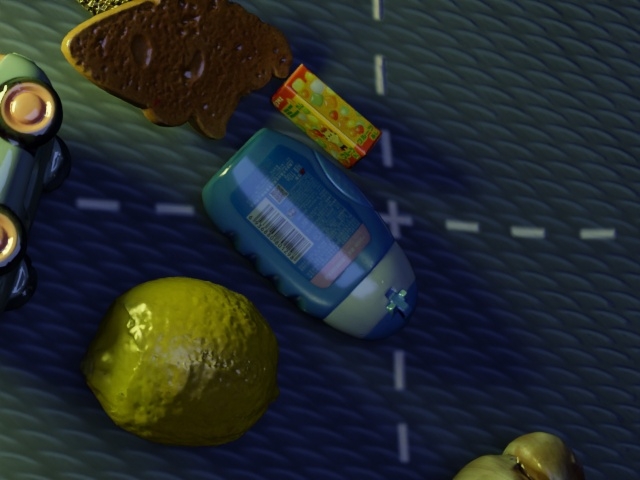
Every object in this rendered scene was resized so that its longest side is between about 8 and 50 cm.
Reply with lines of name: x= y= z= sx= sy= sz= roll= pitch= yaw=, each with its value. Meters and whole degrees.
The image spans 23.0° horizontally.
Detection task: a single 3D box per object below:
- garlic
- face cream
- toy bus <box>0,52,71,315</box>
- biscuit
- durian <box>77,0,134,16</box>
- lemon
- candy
garlic: x=0.198 y=0.305 z=1.683 sx=0.214 sy=0.191 sz=0.160 roll=-23 pitch=62 yaw=-8
face cream: x=0.000 y=0.000 z=1.715 sx=0.264 sy=0.083 sz=0.149 roll=44 pitch=71 yaw=-5
toy bus: x=-0.377 y=-0.059 z=1.561 sx=0.232 sy=0.194 sz=0.287 roll=17 pitch=75 yaw=-5
biscuit: x=-0.152 y=-0.200 z=1.700 sx=0.280 sy=0.043 sz=0.183 roll=-3 pitch=97 yaw=-32
durian: x=-0.209 y=-0.269 z=1.713 sx=0.110 sy=0.071 sz=0.140 roll=-23 pitch=92 yaw=-19
lemon: x=-0.137 y=0.124 z=1.600 sx=0.193 sy=0.180 sz=0.180 roll=11 pitch=75 yaw=7
candy: x=0.007 y=-0.137 z=1.755 sx=0.122 sy=0.062 sz=0.038 roll=40 pitch=69 yaw=-6
